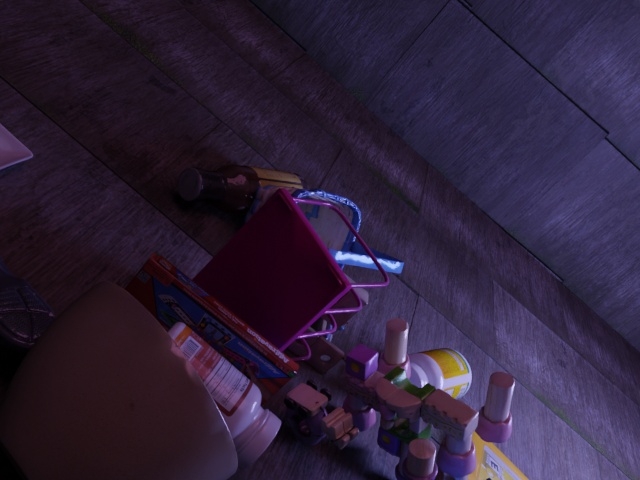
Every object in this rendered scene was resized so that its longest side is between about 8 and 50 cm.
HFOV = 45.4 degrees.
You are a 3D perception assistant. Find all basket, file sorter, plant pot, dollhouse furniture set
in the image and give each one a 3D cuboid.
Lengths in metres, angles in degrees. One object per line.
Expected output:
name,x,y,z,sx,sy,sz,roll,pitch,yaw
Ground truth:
basket,0.000,0.000,1.572,0.289,0.200,0.255,20,4,44
file sorter,-0.060,0.090,1.299,0.182,0.291,0.202,6,45,-57
plant pot,-0.259,0.217,0.891,0.191,0.284,0.284,-35,78,-28
dollhouse furniture set,0.025,0.135,1.467,0.129,0.184,0.129,39,26,-15

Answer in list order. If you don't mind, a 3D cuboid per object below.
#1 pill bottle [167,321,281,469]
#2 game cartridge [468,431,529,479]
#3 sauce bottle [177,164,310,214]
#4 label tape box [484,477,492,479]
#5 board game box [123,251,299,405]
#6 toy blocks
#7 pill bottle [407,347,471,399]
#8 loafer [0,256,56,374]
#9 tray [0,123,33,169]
pill bottle,-0.167,0.231,1.121,0.216,0.121,0.121,42,25,-5
game cartridge,0.386,0.555,1.517,0.324,0.052,0.285,43,26,0
sauce bottle,-0.162,-0.110,1.654,0.344,0.111,0.111,5,46,-54
label tape box,0.295,0.552,1.154,0.347,0.249,0.115,54,27,20
board game box,-0.185,0.155,1.180,0.281,0.145,0.027,40,28,-8
toy blocks,0.136,0.347,1.325,0.289,0.260,0.309,26,40,34
pill bottle,0.222,0.291,1.601,0.208,0.117,0.117,3,47,-54
loafer,-0.466,0.052,1.009,0.302,0.095,0.109,47,36,15
tray,-0.610,-0.204,1.236,0.270,0.030,0.145,43,26,-2
